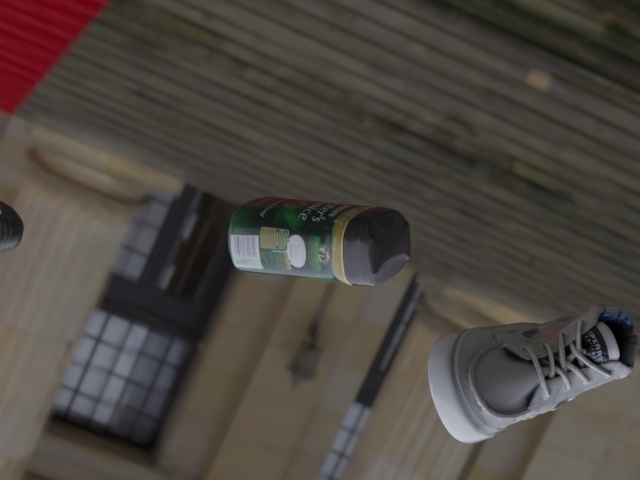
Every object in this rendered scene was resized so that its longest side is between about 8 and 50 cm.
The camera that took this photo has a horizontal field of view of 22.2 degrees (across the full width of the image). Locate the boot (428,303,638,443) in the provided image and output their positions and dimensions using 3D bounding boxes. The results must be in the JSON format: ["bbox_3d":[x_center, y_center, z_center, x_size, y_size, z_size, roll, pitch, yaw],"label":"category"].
[{"bbox_3d":[0.186,0.097,1.363,0.258,0.123,0.095,-17,-95,-65],"label":"boot"}]

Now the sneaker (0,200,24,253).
[{"bbox_3d":[-0.315,0.027,1.155,0.234,0.078,0.106,-6,-108,-37],"label":"sneaker"}]

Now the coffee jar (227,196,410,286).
[{"bbox_3d":[0.000,0.000,1.730,0.184,0.079,0.096,6,-163,31],"label":"coffee jar"}]
